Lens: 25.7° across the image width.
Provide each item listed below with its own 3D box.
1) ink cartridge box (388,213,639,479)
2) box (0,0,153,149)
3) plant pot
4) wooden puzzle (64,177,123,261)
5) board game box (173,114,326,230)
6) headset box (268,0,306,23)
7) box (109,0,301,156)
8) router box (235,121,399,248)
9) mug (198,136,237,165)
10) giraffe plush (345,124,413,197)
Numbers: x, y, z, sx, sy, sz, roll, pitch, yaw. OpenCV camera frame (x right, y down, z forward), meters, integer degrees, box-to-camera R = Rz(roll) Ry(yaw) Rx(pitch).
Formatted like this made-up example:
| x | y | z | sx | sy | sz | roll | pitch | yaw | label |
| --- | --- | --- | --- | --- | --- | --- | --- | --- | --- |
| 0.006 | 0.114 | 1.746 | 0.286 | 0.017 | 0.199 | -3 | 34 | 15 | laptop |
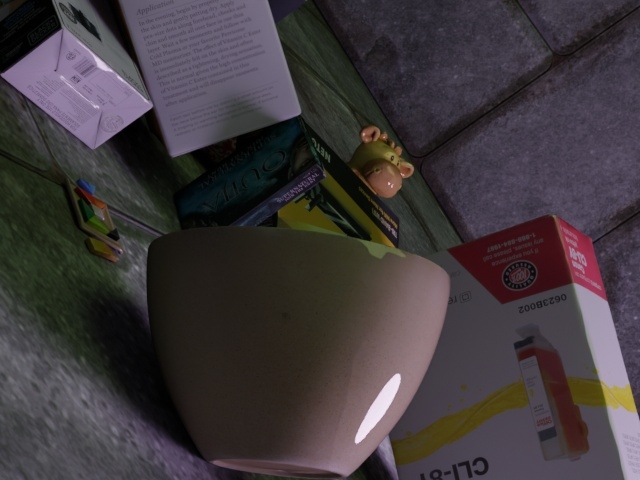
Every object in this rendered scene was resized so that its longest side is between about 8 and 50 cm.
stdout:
| x | y | z | sx | sy | sz | roll | pitch | yaw | label |
| --- | --- | --- | --- | --- | --- | --- | --- | --- | --- |
| 0.231 | 0.199 | 1.724 | 0.160 | 0.279 | 0.384 | 26 | 49 | -62 | ink cartridge box |
| -0.304 | -0.258 | 1.576 | 0.169 | 0.087 | 0.290 | 41 | 18 | -51 | box |
| -0.028 | 0.116 | 1.291 | 0.284 | 0.284 | 0.190 | 34 | 59 | -61 | plant pot |
| -0.226 | -0.024 | 1.413 | 0.078 | 0.014 | 0.116 | 38 | 20 | -56 | wooden puzzle |
| -0.086 | -0.065 | 1.663 | 0.026 | 0.186 | 0.126 | 47 | 13 | -37 | board game box |
| -0.190 | -0.381 | 1.991 | 0.283 | 0.246 | 0.131 | 60 | 13 | 25 | headset box |
| -0.167 | -0.300 | 1.677 | 0.215 | 0.168 | 0.345 | -137 | -151 | -73 | box |
| -0.005 | 0.012 | 1.807 | 0.309 | 0.081 | 0.242 | 42 | 44 | -48 | router box |
| -0.143 | -0.153 | 1.968 | 0.169 | 0.150 | 0.113 | 42 | 53 | -34 | mug |
| 0.077 | -0.102 | 2.476 | 0.210 | 0.170 | 0.181 | 60 | 13 | 24 | giraffe plush |
